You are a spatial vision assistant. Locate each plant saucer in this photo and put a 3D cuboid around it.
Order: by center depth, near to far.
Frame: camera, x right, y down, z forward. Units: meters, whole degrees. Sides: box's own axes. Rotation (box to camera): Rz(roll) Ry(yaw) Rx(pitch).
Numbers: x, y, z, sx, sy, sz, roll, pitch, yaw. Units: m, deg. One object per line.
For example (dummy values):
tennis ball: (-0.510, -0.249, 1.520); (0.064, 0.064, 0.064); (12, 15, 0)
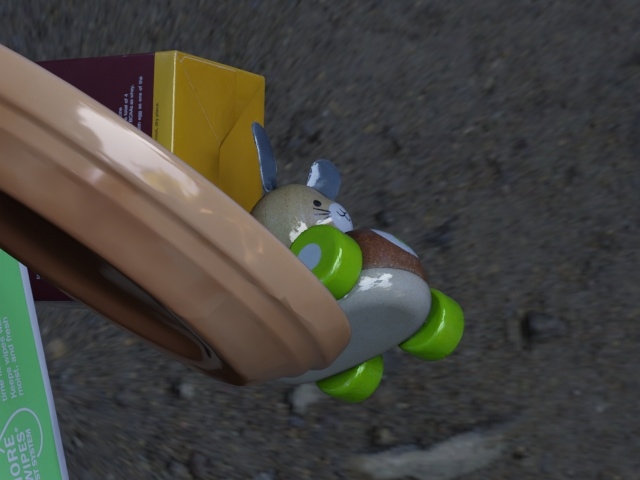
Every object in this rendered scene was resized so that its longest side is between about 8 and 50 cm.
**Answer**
plant saucer: (-0.081, -0.007, 0.633); (0.200, 0.200, 0.037); (36, 79, -5)

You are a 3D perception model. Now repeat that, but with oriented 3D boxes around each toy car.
toy car: (0.000, 0.000, 1.357); (0.149, 0.155, 0.188); (-30, 52, 26)

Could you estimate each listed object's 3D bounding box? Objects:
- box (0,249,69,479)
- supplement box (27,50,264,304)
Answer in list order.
box: (-0.253, 0.025, 0.809); (0.231, 0.127, 0.262); (-11, 92, 31)
supplement box: (-0.161, -0.042, 1.457); (0.194, 0.129, 0.191); (-1, 85, 30)
